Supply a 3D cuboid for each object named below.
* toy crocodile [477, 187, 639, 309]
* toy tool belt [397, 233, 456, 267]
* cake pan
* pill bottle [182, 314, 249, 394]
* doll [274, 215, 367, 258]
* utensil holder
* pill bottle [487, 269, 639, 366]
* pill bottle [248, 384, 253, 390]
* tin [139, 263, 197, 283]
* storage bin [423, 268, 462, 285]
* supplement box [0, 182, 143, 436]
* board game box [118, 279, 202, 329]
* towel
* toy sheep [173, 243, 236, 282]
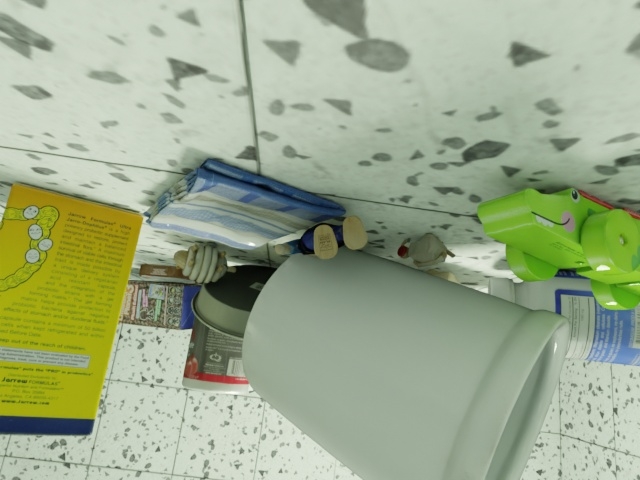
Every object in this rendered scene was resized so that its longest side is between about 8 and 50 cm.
[{"bbox_3d":[0.324,0.007,0.489,0.340,0.105,0.115,17,163,-18],"label":"toy crocodile"},{"bbox_3d":[0.165,0.022,0.684,0.051,0.052,0.083,24,160,-25],"label":"toy tool belt"},{"bbox_3d":[-0.131,0.126,0.964,0.293,0.054,0.293,10,-163,-3],"label":"cake pan"},{"bbox_3d":[-0.260,0.244,1.195,0.176,0.319,0.176,7,165,2],"label":"pill bottle"},{"bbox_3d":[0.000,0.000,0.602,0.129,0.046,0.189,-17,-179,-10],"label":"doll"},{"bbox_3d":[0.115,0.197,0.669,0.385,0.328,0.327,21,176,36],"label":"utensil holder"},{"bbox_3d":[0.435,0.128,0.757,0.272,0.152,0.152,2,164,18],"label":"pill bottle"},{"bbox_3d":[-0.256,0.293,1.367,0.181,0.323,0.181,7,165,2],"label":"pill bottle"},{"bbox_3d":[-0.452,0.101,1.307,0.189,0.040,0.106,3,160,17],"label":"tin"},{"bbox_3d":[0.227,0.212,0.955,0.260,0.123,0.262,-23,120,41],"label":"storage bin"},{"bbox_3d":[-0.450,0.117,0.732,0.195,0.357,0.194,16,163,-28],"label":"supplement box"},{"bbox_3d":[-0.514,0.212,1.475,0.291,0.141,0.232,1,174,21],"label":"board game box"},{"bbox_3d":[-0.125,-0.036,0.642,0.209,0.034,0.285,15,163,-31],"label":"towel"},{"bbox_3d":[-0.239,0.049,0.910,0.132,0.091,0.091,20,162,-21],"label":"toy sheep"}]
